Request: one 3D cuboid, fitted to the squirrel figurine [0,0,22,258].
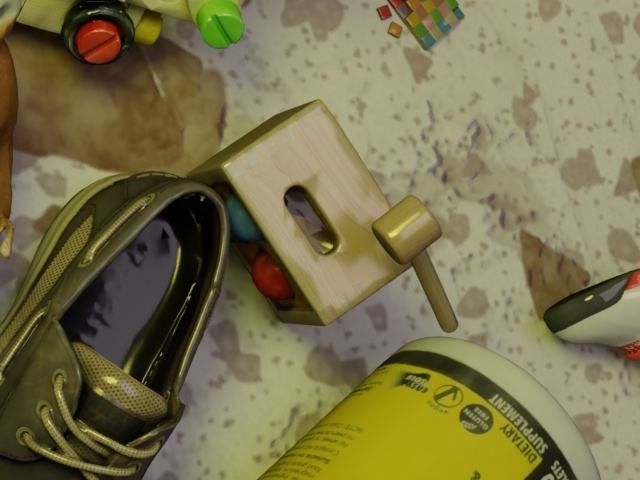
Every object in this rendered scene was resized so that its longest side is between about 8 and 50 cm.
[{"bbox_3d":[-0.336,-0.074,1.073,0.370,0.281,0.397,-43,108,-42],"label":"squirrel figurine"}]

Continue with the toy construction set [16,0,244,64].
[{"bbox_3d":[-0.154,-0.233,1.263,0.328,0.215,0.151,23,33,-15],"label":"toy construction set"}]

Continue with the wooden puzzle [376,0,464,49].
[{"bbox_3d":[0.081,-0.179,1.499,0.083,0.006,0.049,-44,101,-30],"label":"wooden puzzle"}]

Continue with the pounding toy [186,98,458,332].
[{"bbox_3d":[0.006,0.008,1.290,0.094,0.206,0.181,-34,97,-13],"label":"pounding toy"}]

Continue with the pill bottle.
[{"bbox_3d":[0.017,0.227,1.263,0.334,0.188,0.188,-41,100,-30],"label":"pill bottle"}]

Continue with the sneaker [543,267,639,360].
[{"bbox_3d":[0.303,0.082,1.518,0.270,0.090,0.145,-13,83,-34],"label":"sneaker"}]

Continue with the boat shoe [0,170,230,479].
[{"bbox_3d":[-0.160,0.101,1.223,0.132,0.130,0.355,29,66,-21],"label":"boat shoe"}]
